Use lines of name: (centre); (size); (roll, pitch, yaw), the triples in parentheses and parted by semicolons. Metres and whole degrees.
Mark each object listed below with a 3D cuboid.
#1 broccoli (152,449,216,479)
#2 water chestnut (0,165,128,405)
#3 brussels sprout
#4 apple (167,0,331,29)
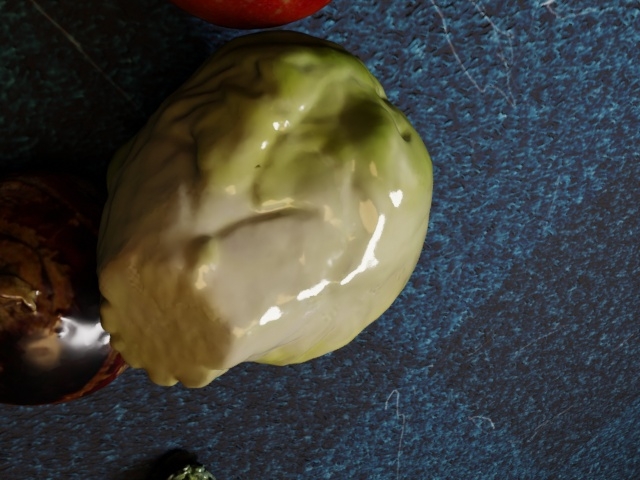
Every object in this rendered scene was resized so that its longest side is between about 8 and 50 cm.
broccoli: (-0.273, 0.436, 0.854); (0.303, 0.146, 0.165); (-24, 124, 4)
water chestnut: (-0.269, 0.045, 0.574); (0.223, 0.238, 0.224); (2, 99, 11)
brussels sprout: (-0.047, -0.035, 0.485); (0.273, 0.317, 0.243); (-19, 117, 3)
apple: (-0.062, -0.300, 0.433); (0.260, 0.216, 0.261); (-11, 122, -19)
